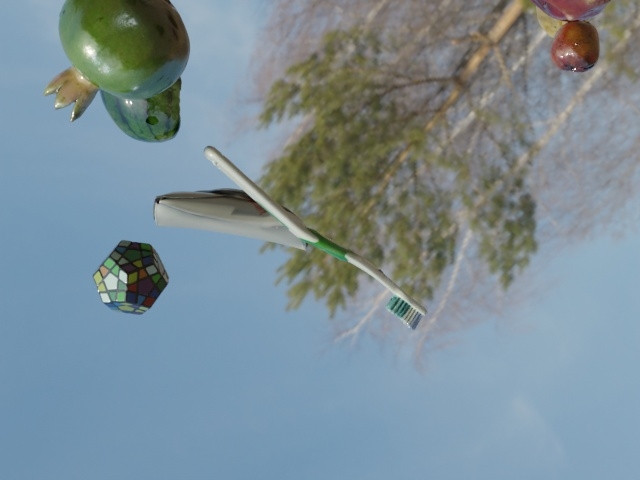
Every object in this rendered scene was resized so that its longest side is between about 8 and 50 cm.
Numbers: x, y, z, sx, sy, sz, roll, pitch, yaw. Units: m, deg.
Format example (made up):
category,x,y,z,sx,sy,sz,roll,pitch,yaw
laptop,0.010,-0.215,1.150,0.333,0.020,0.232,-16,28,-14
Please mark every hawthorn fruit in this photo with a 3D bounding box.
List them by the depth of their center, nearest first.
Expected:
category,x,y,z,sx,sy,sz,roll,pitch,yaw
hawthorn fruit,0.369,-0.280,1.380,0.077,0.077,0.077,27,-146,-20

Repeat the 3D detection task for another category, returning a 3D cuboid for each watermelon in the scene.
category,x,y,z,sx,sy,sz,roll,pitch,yaw
watermelon,-0.335,-0.282,1.730,0.127,0.232,0.204,-17,-153,-29

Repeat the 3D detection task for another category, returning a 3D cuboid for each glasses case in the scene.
category,x,y,z,sx,sy,sz,roll,pitch,yaw
glasses case,-0.172,-0.055,1.840,0.308,0.128,0.083,9,-106,3

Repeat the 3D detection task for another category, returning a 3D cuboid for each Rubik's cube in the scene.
category,x,y,z,sx,sy,sz,roll,pitch,yaw
Rubik's cube,-0.323,0.064,1.630,0.133,0.112,0.133,155,90,-89

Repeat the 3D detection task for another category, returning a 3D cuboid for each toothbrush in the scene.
category,x,y,z,sx,sy,sz,roll,pitch,yaw
toothbrush,0.001,-0.002,0.943,0.304,0.030,0.030,40,-151,-27

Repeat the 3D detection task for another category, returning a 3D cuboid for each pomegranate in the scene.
category,x,y,z,sx,sy,sz,roll,pitch,yaw
pomegranate,-0.296,-0.266,1.344,0.187,0.225,0.187,42,-167,-13

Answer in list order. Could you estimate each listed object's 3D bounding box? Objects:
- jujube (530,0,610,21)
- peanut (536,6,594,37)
category,x,y,z,sx,sy,sz,roll,pitch,yaw
jujube,0.333,-0.387,1.179,0.155,0.230,0.155,28,-156,-14
peanut,0.421,-0.459,1.602,0.110,0.236,0.120,-10,-159,-30
